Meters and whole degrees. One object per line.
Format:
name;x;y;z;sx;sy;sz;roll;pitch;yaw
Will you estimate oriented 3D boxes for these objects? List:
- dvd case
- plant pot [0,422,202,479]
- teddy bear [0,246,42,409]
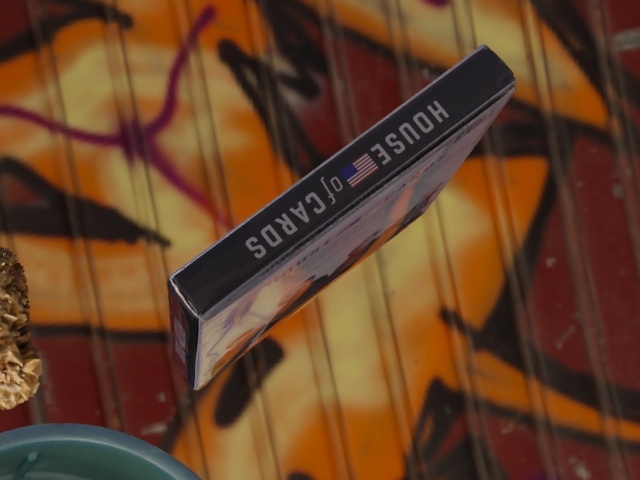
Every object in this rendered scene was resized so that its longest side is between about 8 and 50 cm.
dvd case;0.000;0.000;0.672;0.029;0.179;0.238;51;167;7
plant pot;-0.265;0.368;1.137;0.334;0.341;0.341;-40;60;54
teddy bear;-0.338;0.070;0.884;0.338;0.113;0.245;10;103;37
